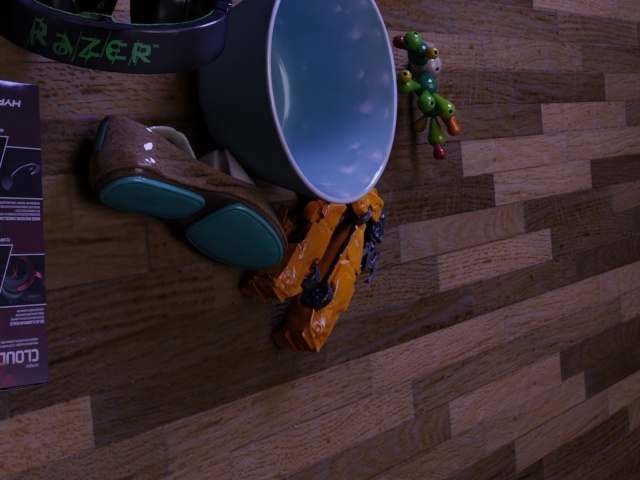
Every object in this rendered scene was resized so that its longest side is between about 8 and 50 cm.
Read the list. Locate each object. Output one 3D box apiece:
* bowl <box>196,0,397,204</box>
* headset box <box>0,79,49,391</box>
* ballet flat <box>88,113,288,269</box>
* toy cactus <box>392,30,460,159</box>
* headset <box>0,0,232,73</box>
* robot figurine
[{"bbox_3d":[-0.044,-0.197,1.709,0.311,0.163,0.312,9,80,-57],"label":"bowl"},{"bbox_3d":[-0.353,0.014,1.154,0.110,0.218,0.293,-1,89,-56],"label":"headset box"},{"bbox_3d":[-0.155,-0.067,1.599,0.342,0.116,0.124,25,48,-50],"label":"ballet flat"},{"bbox_3d":[0.162,-0.253,2.122,0.181,0.112,0.219,-83,149,-51],"label":"toy cactus"},{"bbox_3d":[-0.210,-0.295,1.400,0.394,0.243,0.185,-91,-168,-64],"label":"headset"},{"bbox_3d":[0.000,0.000,1.837,0.211,0.085,0.291,60,42,-36],"label":"robot figurine"}]
